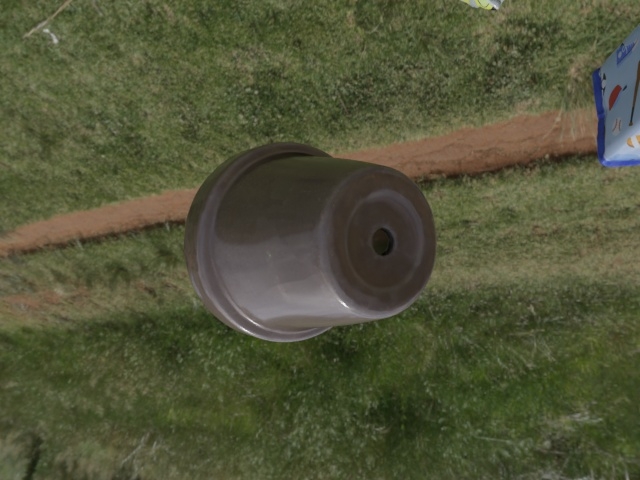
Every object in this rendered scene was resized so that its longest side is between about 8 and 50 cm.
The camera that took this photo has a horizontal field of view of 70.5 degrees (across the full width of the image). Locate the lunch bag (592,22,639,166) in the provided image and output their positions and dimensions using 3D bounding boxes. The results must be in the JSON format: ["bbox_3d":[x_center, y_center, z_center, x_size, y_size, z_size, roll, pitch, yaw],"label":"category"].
[{"bbox_3d":[0.662,-0.256,0.637,0.385,0.239,0.328,5,167,6],"label":"lunch bag"}]

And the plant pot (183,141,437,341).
[{"bbox_3d":[0.000,0.000,0.526,0.263,0.263,0.229,32,163,-27],"label":"plant pot"}]

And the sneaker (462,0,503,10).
[{"bbox_3d":[0.335,-0.581,0.828,0.147,0.145,0.384,33,179,7],"label":"sneaker"}]
